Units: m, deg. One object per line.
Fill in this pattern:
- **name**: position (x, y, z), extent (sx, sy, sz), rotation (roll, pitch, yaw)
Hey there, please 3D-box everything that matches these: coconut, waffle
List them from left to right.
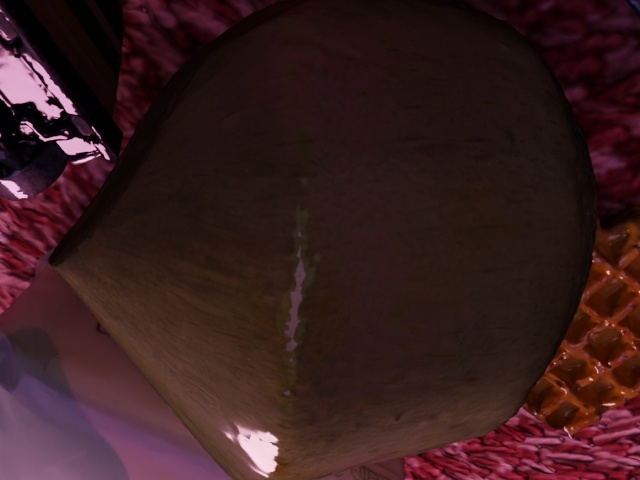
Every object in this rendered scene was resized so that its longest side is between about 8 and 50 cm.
- **coconut**: position (0.000, 0.000, 0.473), extent (0.328, 0.281, 0.328), rotation (-12, 156, -5)
- **waffle**: position (0.221, 0.056, 0.613), extent (0.160, 0.055, 0.211), rotation (32, 123, -15)

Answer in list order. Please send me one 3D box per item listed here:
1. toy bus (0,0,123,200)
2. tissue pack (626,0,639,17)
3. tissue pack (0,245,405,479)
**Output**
- **toy bus**: position (-0.287, -0.119, 0.491), extent (0.305, 0.179, 0.143), rotation (-11, 142, 15)
- **tissue pack**: position (0.235, -0.204, 0.422), extent (0.120, 0.082, 0.169), rotation (41, 119, -20)
- **tissue pack**: position (-0.136, 0.202, 0.673), extent (0.356, 0.194, 0.266), rotation (25, 117, -9)
